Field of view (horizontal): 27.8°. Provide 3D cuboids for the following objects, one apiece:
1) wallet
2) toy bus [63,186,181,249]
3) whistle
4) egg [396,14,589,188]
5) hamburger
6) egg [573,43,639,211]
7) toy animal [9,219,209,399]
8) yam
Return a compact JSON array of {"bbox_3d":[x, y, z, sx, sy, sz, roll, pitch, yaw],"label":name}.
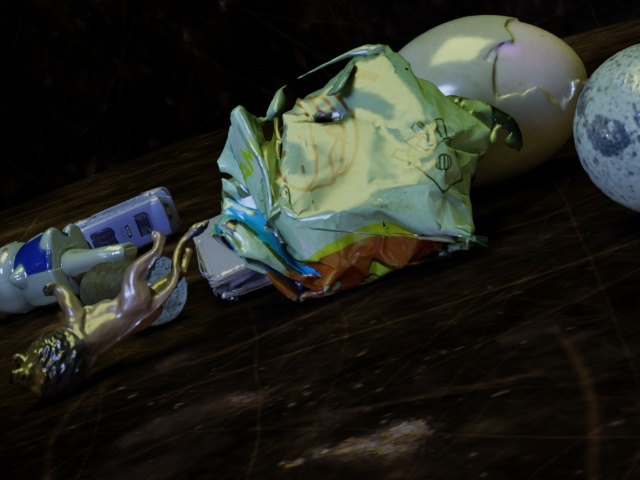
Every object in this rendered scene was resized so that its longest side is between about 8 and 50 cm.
[{"bbox_3d":[-0.012,-0.011,1.293,0.231,0.069,0.170,-23,27,-5],"label":"wallet"},{"bbox_3d":[-0.266,-0.017,1.805,0.167,0.073,0.076,-27,10,-29],"label":"toy bus"},{"bbox_3d":[-0.329,0.034,1.572,0.244,0.092,0.110,-15,0,28],"label":"whistle"},{"bbox_3d":[0.177,-0.146,1.369,0.217,0.183,0.183,-5,13,16],"label":"egg"},{"bbox_3d":[0.033,-0.083,1.166,0.260,0.150,0.276,-3,37,22],"label":"hamburger"},{"bbox_3d":[0.264,-0.082,0.973,0.132,0.132,0.172,-20,22,-9],"label":"egg"},{"bbox_3d":[-0.180,0.053,1.120,0.220,0.069,0.086,-45,49,-13],"label":"toy animal"},{"bbox_3d":[-0.188,0.052,1.286,0.068,0.068,0.169,-23,7,-25],"label":"yam"}]
